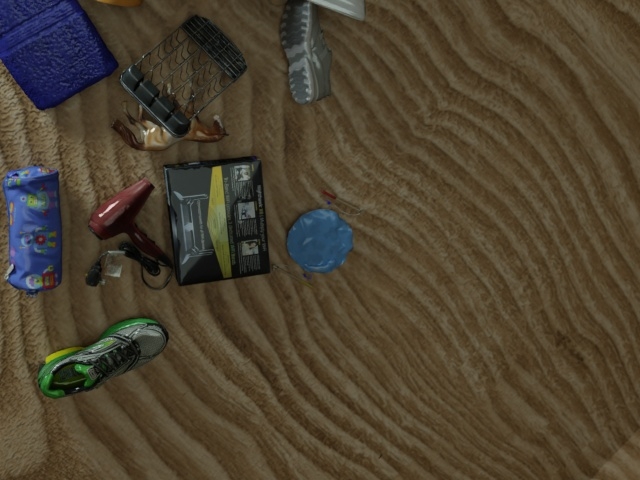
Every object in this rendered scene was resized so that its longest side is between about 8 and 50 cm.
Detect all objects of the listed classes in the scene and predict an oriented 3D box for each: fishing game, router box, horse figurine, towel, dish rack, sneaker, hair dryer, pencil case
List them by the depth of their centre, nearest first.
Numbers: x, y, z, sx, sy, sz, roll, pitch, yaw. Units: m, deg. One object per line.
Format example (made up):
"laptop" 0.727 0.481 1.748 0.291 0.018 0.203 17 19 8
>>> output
"towel" -0.637 -0.477 1.767 0.228 0.076 0.308 -29 119 -1
"pencil case" -0.689 -0.024 1.842 0.133 0.119 0.306 -6 104 -38
"dish rack" -0.320 -0.408 1.865 0.208 0.074 0.271 46 67 -10
"horse figurine" -0.381 -0.290 1.906 0.263 0.066 0.174 -24 102 -13
"hair dryer" -0.476 -0.020 1.948 0.224 0.080 0.293 3 108 -33
"sneaker" -0.543 0.312 1.949 0.344 0.146 0.134 -26 108 -11
"sneaker" -0.027 -0.491 1.966 0.115 0.105 0.281 -14 106 -44
"router box" -0.265 -0.052 1.984 0.243 0.081 0.308 -7 104 -15
"fishing game" 0.000 0.000 2.099 0.189 0.041 0.264 25 102 -20

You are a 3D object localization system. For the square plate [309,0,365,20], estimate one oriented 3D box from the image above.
"square plate" -0.039 -0.699 1.807 0.344 0.049 0.347 16 54 -19

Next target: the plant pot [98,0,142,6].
"plant pot" -0.459 -0.640 1.746 0.205 0.205 0.187 5 117 -18

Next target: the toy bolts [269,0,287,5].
"toy bolts" -0.145 -0.682 1.876 0.229 0.158 0.218 23 52 -14
